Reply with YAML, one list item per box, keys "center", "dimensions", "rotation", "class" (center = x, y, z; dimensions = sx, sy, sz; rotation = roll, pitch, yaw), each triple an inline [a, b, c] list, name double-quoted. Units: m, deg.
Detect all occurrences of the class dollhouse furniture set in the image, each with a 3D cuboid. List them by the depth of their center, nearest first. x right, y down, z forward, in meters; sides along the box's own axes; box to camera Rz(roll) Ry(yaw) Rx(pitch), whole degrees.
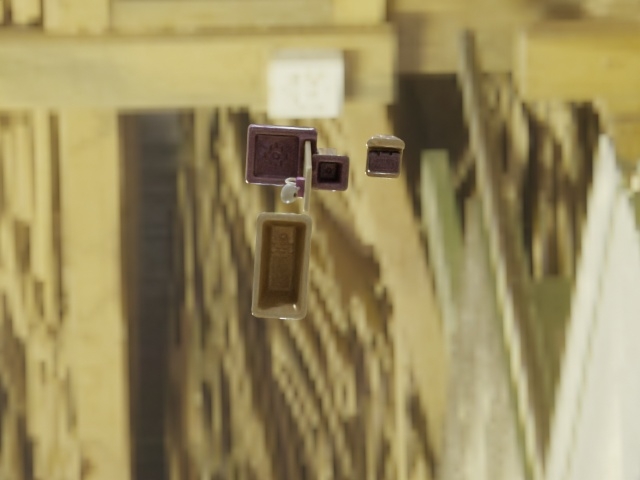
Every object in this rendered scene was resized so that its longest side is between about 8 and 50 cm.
- center: [0.000, 0.000, 1.139]
  dimensions: [0.081, 0.091, 0.114]
  rotation: [-93, 7, -72]
  class: "dollhouse furniture set"
